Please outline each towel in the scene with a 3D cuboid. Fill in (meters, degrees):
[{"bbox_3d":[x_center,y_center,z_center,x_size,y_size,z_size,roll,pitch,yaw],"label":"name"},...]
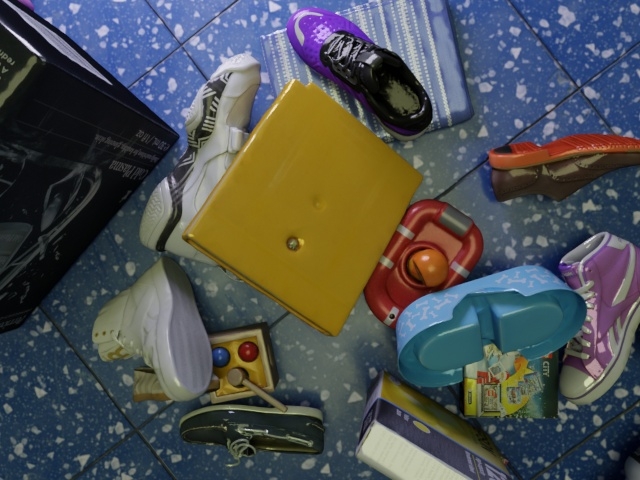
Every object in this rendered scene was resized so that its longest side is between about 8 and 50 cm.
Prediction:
[{"bbox_3d":[0.082,-0.287,0.972,0.336,0.040,0.243,-14,93,4],"label":"towel"}]

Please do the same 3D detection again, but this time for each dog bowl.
[{"bbox_3d":[0.257,0.131,0.869,0.298,0.074,0.165,-17,131,3],"label":"dog bowl"}]

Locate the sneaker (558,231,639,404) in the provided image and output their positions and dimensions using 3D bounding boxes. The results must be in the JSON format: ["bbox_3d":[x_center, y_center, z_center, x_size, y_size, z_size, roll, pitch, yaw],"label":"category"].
[{"bbox_3d":[0.435,0.119,0.919,0.161,0.102,0.282,31,81,-11],"label":"sneaker"}]

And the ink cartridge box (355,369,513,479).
[{"bbox_3d":[0.205,0.326,0.825,0.308,0.303,0.072,28,92,7],"label":"ink cartridge box"}]

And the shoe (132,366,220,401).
[{"bbox_3d":[-0.252,0.236,0.933,0.219,0.077,0.058,-17,77,38],"label":"shoe"}]

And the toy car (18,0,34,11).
[{"bbox_3d":[-0.569,-0.428,0.952,0.136,0.159,0.181,-1,91,-34],"label":"toy car"}]

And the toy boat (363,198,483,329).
[{"bbox_3d":[0.170,0.045,0.911,0.151,0.151,0.231,34,92,2],"label":"toy boat"}]

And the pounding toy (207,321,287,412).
[{"bbox_3d":[-0.128,0.225,0.953,0.130,0.100,0.141,-12,90,3],"label":"pounding toy"}]

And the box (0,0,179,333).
[{"bbox_3d":[-0.512,-0.098,0.774,0.297,0.480,0.471,42,93,0],"label":"box"}]

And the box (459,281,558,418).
[{"bbox_3d":[0.325,0.188,0.961,0.159,0.044,0.232,0,91,2],"label":"box"}]

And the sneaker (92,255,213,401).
[{"bbox_3d":[-0.280,0.172,0.900,0.169,0.292,0.108,-36,130,7],"label":"sneaker"}]

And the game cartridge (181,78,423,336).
[{"bbox_3d":[-0.013,-0.056,0.880,0.285,0.053,0.323,37,70,-18],"label":"game cartridge"}]

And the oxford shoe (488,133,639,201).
[{"bbox_3d":[0.424,-0.122,0.939,0.272,0.097,0.098,-5,111,7],"label":"oxford shoe"}]

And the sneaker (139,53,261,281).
[{"bbox_3d":[-0.138,-0.111,0.934,0.210,0.137,0.365,28,96,0],"label":"sneaker"}]

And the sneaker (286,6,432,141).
[{"bbox_3d":[0.069,-0.281,0.880,0.293,0.146,0.102,39,96,-1],"label":"sneaker"}]

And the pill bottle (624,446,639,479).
[{"bbox_3d":[0.607,0.380,0.895,0.278,0.162,0.162,-44,89,2],"label":"pill bottle"}]

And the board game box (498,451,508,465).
[{"bbox_3d":[0.270,0.401,0.979,0.090,0.020,0.090,30,93,2],"label":"board game box"}]

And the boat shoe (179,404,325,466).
[{"bbox_3d":[-0.120,0.338,0.955,0.255,0.095,0.079,1,49,-3],"label":"boat shoe"}]
